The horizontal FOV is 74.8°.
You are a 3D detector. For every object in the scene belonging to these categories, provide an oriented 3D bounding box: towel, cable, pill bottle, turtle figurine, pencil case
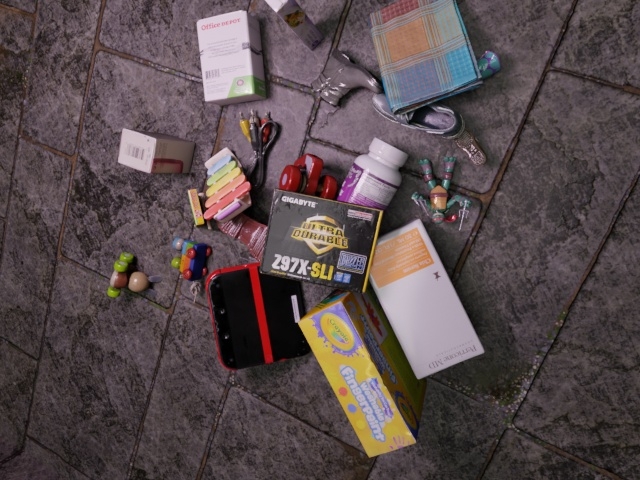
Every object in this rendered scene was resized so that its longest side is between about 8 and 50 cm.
[{"bbox_3d":[0.303,-0.585,1.268,0.272,0.040,0.369,-16,75,19],"label":"towel"},{"bbox_3d":[-0.220,-0.335,1.544,0.140,0.072,0.287,-2,110,2],"label":"cable"},{"bbox_3d":[0.159,-0.172,1.364,0.169,0.169,0.301,31,106,12],"label":"pill bottle"},{"bbox_3d":[0.374,-0.141,1.326,0.175,0.118,0.234,-1,82,4],"label":"turtle figurine"},{"bbox_3d":[0.460,-0.508,1.269,0.152,0.064,0.070,-27,105,20],"label":"pencil case"}]

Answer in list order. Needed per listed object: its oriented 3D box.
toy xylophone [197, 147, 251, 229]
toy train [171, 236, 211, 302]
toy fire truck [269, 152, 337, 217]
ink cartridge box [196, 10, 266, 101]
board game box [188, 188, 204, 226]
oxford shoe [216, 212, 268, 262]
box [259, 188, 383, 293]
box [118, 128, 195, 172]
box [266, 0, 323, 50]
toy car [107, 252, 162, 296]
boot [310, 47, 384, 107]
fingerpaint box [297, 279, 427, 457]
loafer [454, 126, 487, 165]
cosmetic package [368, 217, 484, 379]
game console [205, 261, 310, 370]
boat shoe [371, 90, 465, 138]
[{"bbox_3d":[-0.357,-0.176,1.511,0.236,0.081,0.322,-39,48,9],"label":"toy xylophone"},{"bbox_3d":[-0.542,0.115,1.685,0.144,0.105,0.247,21,104,25],"label":"toy train"},{"bbox_3d":[-0.084,-0.152,1.426,0.170,0.254,0.302,10,107,-26],"label":"toy fire truck"},{"bbox_3d":[-0.312,-0.636,1.482,0.199,0.115,0.272,-2,98,18],"label":"ink cartridge box"},{"bbox_3d":[-0.467,-0.114,1.568,0.039,0.259,0.124,-14,94,-19],"label":"board game box"},{"bbox_3d":[-0.215,-0.004,1.540,0.348,0.130,0.123,38,92,15],"label":"oxford shoe"},{"bbox_3d":[0.000,0.000,1.251,0.322,0.079,0.257,12,99,1],"label":"box"},{"bbox_3d":[-0.606,-0.329,1.564,0.149,0.232,0.126,19,104,15],"label":"box"},{"bbox_3d":[-0.074,-0.678,1.284,0.063,0.324,0.067,-40,85,16],"label":"box"},{"bbox_3d":[-0.776,0.165,1.774,0.189,0.149,0.155,19,109,-14],"label":"toy car"},{"bbox_3d":[0.088,-0.505,1.384,0.246,0.083,0.161,45,113,24],"label":"boot"},{"bbox_3d":[0.152,0.369,1.342,0.163,0.371,0.444,-29,89,20],"label":"fingerpaint box"},{"bbox_3d":[0.469,-0.292,1.308,0.056,0.050,0.148,-33,71,29],"label":"loafer"},{"bbox_3d":[0.311,0.178,1.351,0.230,0.161,0.453,-27,89,9],"label":"cosmetic package"},{"bbox_3d":[-0.232,0.276,1.561,0.342,0.060,0.386,-10,97,-11],"label":"game console"},{"bbox_3d":[0.295,-0.410,1.311,0.320,0.099,0.116,30,109,20],"label":"boat shoe"}]
